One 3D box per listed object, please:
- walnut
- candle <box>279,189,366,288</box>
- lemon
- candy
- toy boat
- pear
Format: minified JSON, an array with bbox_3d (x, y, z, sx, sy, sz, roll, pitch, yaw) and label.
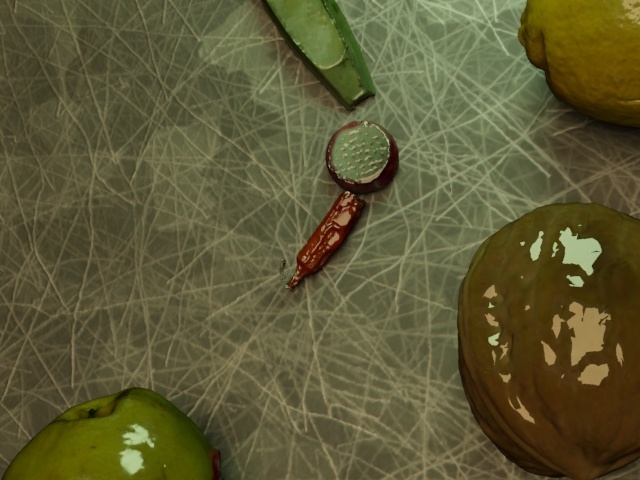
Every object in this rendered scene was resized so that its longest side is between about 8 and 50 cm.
[{"bbox_3d":[0.300,0.124,1.488,0.333,0.333,0.332,-3,76,12],"label":"walnut"},{"bbox_3d":[0.000,0.000,1.717,0.162,0.048,0.053,-54,43,-2],"label":"candle"},{"bbox_3d":[0.409,-0.280,1.579,0.297,0.297,0.297,-3,76,12],"label":"lemon"},{"bbox_3d":[0.058,-0.116,1.735,0.103,0.043,0.103,-3,76,12],"label":"candy"},{"bbox_3d":[-0.017,-0.318,1.795,0.093,0.055,0.293,-34,72,5],"label":"toy boat"},{"bbox_3d":[-0.261,0.374,1.571,0.287,0.287,0.375,1,98,13],"label":"pear"}]
